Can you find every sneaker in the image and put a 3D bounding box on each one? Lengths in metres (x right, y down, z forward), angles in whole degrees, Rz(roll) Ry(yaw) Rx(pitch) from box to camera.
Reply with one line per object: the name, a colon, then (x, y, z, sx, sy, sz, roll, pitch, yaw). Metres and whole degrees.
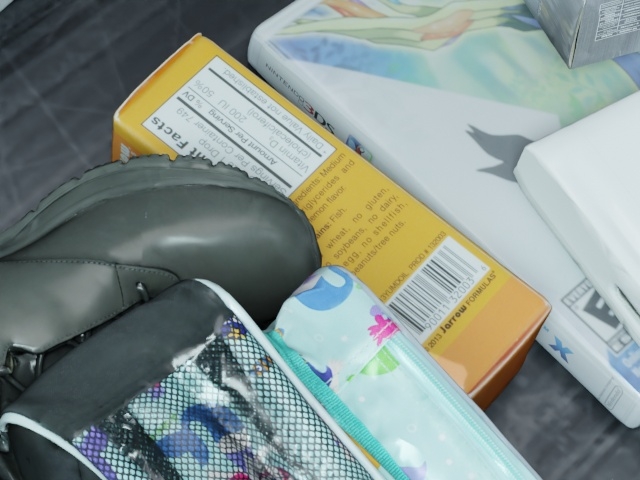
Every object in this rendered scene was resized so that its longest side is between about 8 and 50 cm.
sneaker: (-0.136, 0.048, 0.840, 0.286, 0.109, 0.130, -14, 39, -2)

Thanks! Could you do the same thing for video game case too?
video game case: (0.177, -0.097, 1.044, 0.329, 0.036, 0.300, -38, 73, -26)

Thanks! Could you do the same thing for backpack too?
backpack: (-0.004, 0.152, 0.762, 0.191, 0.225, 0.253, -32, 74, -19)

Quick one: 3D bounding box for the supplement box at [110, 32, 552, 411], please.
supplement box: (0.000, 0.000, 0.934, 0.233, 0.078, 0.080, 40, 65, 14)

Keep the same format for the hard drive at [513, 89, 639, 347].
hard drive: (0.284, -0.027, 0.979, 0.307, 0.040, 0.203, -26, 68, -23)

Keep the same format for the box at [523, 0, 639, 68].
box: (0.207, -0.202, 1.038, 0.231, 0.056, 0.183, -16, 54, -15)

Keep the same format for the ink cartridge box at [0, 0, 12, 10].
ink cartridge box: (-0.370, -0.220, 0.941, 0.395, 0.166, 0.285, 35, 61, 11)
